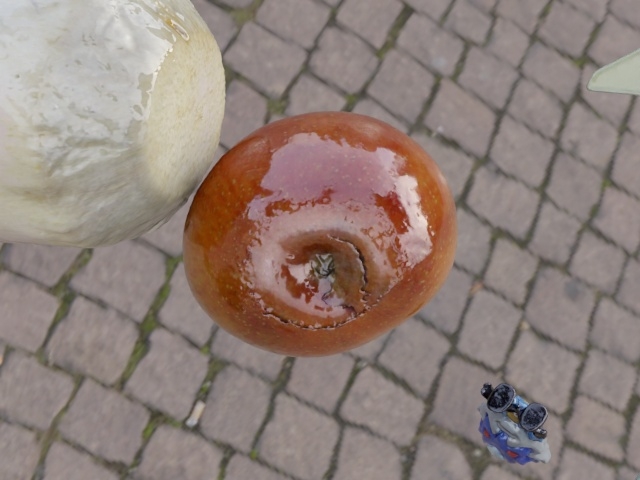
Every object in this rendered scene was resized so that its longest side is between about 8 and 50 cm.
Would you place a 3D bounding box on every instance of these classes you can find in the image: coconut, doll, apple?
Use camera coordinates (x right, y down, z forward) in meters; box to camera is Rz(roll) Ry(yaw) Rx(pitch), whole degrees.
[{"bbox_3d":[-0.252,-0.131,1.136,0.329,0.329,0.328,10,62,-19],"label":"coconut"},{"bbox_3d":[0.207,0.199,1.404,0.096,0.195,0.070,38,77,17],"label":"doll"},{"bbox_3d":[0.000,0.000,1.116,0.235,0.173,0.210,-38,108,7],"label":"apple"}]

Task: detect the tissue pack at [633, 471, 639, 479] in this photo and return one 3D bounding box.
[{"bbox_3d":[0.342,0.217,0.656,0.162,0.287,0.388,16,29,-39],"label":"tissue pack"}]

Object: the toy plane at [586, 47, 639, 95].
[{"bbox_3d":[0.269,-0.178,0.813,0.229,0.244,0.092,27,26,8],"label":"toy plane"}]
